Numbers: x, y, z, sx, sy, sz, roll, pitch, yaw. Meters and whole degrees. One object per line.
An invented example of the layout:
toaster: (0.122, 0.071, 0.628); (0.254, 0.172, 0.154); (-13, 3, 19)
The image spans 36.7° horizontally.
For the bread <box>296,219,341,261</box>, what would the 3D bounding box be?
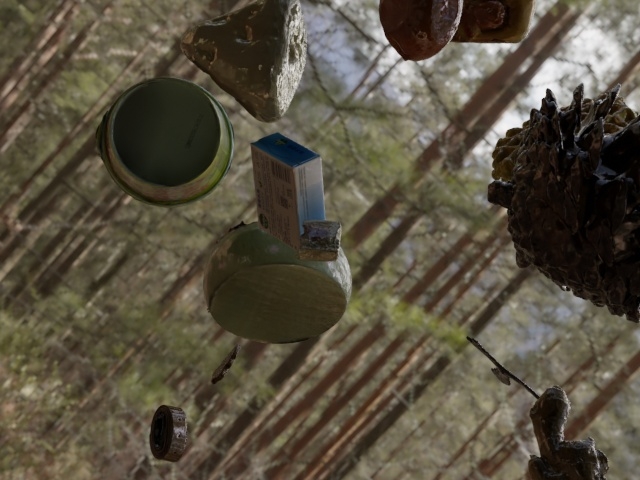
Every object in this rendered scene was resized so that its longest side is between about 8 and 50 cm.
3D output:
bread: (0.000, 0.000, 1.570); (0.083, 0.070, 0.035); (-76, 166, -49)

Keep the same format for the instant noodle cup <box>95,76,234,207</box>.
instant noodle cup: (-0.338, -0.224, 2.098); (0.311, 0.311, 0.221); (42, -5, -5)

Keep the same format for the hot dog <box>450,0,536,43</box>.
hot dog: (0.337, -0.505, 2.132); (0.153, 0.150, 0.257); (4, 8, -34)

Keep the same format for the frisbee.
frisbee: (0.366, 0.260, 1.994); (0.187, 0.012, 0.211); (44, -6, -10)

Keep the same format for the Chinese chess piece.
Chinese chess piece: (-0.100, 0.098, 2.269); (0.349, 0.349, 0.146); (36, 37, -37)

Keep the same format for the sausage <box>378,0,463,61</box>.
sausage: (0.160, -0.408, 1.495); (0.133, 0.258, 0.133); (0, 4, 0)

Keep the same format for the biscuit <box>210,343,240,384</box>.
biscuit: (-0.184, 0.243, 1.890); (0.016, 0.092, 0.082); (39, -16, -8)

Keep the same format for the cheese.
cheese: (-0.146, -0.342, 1.909); (0.173, 0.251, 0.247); (63, 19, -62)

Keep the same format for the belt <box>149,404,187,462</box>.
belt: (-0.231, 0.289, 1.448); (0.036, 0.059, 0.083); (23, 55, -42)

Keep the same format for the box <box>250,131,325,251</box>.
box: (-0.061, -0.092, 1.866); (0.139, 0.073, 0.194); (32, -42, 42)

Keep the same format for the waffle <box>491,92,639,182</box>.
waffle: (0.462, -0.188, 1.827); (0.329, 0.329, 0.062); (-109, 175, -70)

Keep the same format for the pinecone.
pinecone: (0.354, -0.048, 1.165); (0.296, 0.242, 0.298); (30, -18, 17)

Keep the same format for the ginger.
ginger: (0.422, 0.350, 1.646); (0.059, 0.133, 0.214); (63, 31, -49)
